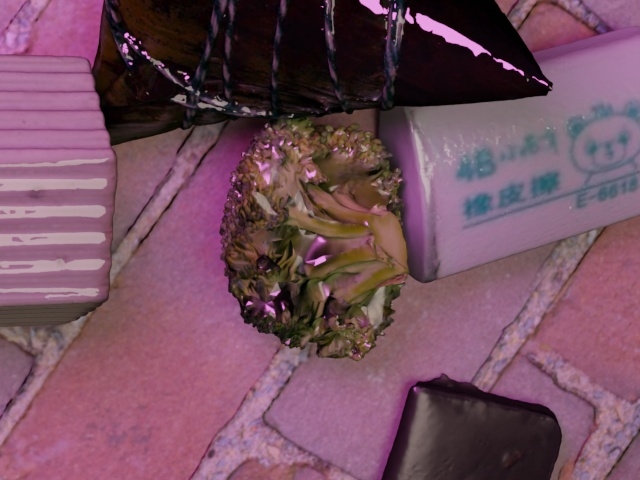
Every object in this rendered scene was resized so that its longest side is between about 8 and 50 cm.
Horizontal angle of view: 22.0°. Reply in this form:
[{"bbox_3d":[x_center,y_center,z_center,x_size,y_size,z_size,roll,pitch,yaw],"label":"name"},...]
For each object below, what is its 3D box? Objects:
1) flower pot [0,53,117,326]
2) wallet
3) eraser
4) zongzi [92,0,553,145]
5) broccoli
[{"bbox_3d":[-0.284,-0.038,1.361,0.189,0.239,0.209,-3,137,-23],"label":"flower pot"},{"bbox_3d":[0.128,0.331,1.735,0.197,0.051,0.377,13,100,-22],"label":"wallet"},{"bbox_3d":[0.205,-0.086,1.608,0.290,0.104,0.189,-17,109,-17],"label":"eraser"},{"bbox_3d":[0.011,-0.190,1.356,0.383,0.362,0.319,-5,120,-20],"label":"zongzi"},{"bbox_3d":[-0.002,0.001,1.506,0.198,0.176,0.226,-27,85,-37],"label":"broccoli"}]
